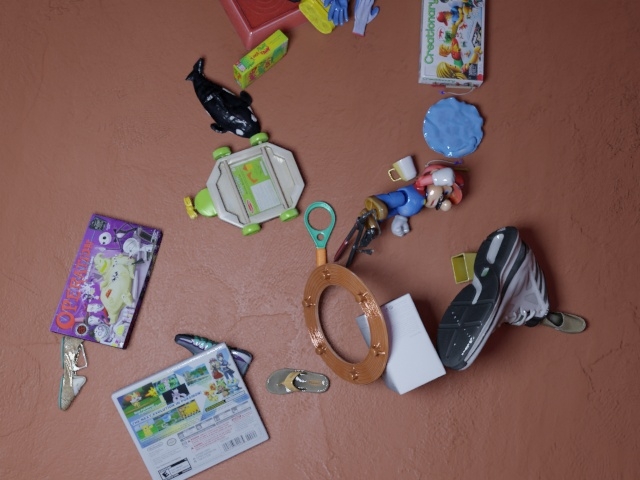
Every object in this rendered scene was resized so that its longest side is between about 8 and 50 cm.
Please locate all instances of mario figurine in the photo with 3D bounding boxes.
[{"bbox_3d":[0.285,-0.104,1.724,0.320,0.198,0.170,-24,102,-20],"label":"mario figurine"}]

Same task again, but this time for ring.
[{"bbox_3d":[0.052,0.225,1.610,0.032,0.336,0.337,-16,81,-35],"label":"ring"}]

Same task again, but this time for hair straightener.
[{"bbox_3d":[0.116,0.000,1.703,0.089,0.230,0.047,28,42,0],"label":"hair straightener"}]

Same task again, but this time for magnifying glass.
[{"bbox_3d":[0.000,0.000,1.784,0.092,0.026,0.231,-2,82,-3],"label":"magnifying glass"}]

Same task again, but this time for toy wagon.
[{"bbox_3d":[-0.227,-0.150,1.778,0.344,0.068,0.267,-21,82,-5],"label":"toy wagon"}]

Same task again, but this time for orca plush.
[{"bbox_3d":[-0.288,-0.425,1.801,0.151,0.102,0.287,-30,83,-7],"label":"orca plush"}]

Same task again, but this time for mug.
[{"bbox_3d":[0.252,-0.210,1.820,0.062,0.078,0.064,-28,92,-39],"label":"mug"}]

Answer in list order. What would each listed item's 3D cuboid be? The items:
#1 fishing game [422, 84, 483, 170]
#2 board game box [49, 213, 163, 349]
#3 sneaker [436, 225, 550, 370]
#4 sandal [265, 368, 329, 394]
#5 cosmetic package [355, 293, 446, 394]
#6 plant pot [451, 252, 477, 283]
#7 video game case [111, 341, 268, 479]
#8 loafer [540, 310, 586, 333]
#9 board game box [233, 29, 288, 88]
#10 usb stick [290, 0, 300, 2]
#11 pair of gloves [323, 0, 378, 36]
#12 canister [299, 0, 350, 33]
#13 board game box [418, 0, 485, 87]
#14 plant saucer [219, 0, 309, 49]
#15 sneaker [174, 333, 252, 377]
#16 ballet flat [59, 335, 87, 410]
[{"bbox_3d":[0.403,-0.342,1.851,0.189,0.041,0.264,1,89,-2],"label":"fishing game"},{"bbox_3d":[-0.595,0.113,1.708,0.208,0.056,0.347,12,73,3],"label":"board game box"},{"bbox_3d":[0.500,0.202,1.641,0.257,0.169,0.448,42,63,-18],"label":"sneaker"},{"bbox_3d":[-0.063,0.398,1.704,0.180,0.049,0.072,3,81,-2],"label":"sandal"},{"bbox_3d":[0.208,0.280,1.646,0.138,0.224,0.225,-25,82,-7],"label":"cosmetic package"},{"bbox_3d":[0.440,0.077,1.766,0.083,0.081,0.081,-6,81,-16],"label":"plant pot"},{"bbox_3d":[-0.348,0.476,1.648,0.328,0.036,0.300,-24,99,-6],"label":"video game case"},{"bbox_3d":[0.701,0.237,1.763,0.147,0.050,0.056,9,81,-1],"label":"loafer"},{"bbox_3d":[-0.179,-0.541,1.822,0.181,0.092,0.043,-43,85,-13],"label":"board game box"},{"bbox_3d":[-0.182,-0.792,1.842,0.277,0.045,0.077,21,65,5],"label":"usb stick"},{"bbox_3d":[0.098,-0.717,1.858,0.198,0.023,0.160,11,91,-35],"label":"pair of gloves"},{"bbox_3d":[0.028,-0.744,1.863,0.126,0.073,0.170,40,76,-32],"label":"canister"},{"bbox_3d":[0.408,-0.634,1.890,0.192,0.053,0.306,4,81,-1],"label":"board game box"},{"bbox_3d":[-0.174,-0.760,1.889,0.258,0.048,0.259,-28,84,-6],"label":"plant saucer"},{"bbox_3d":[-0.308,0.329,1.691,0.223,0.083,0.098,17,85,0],"label":"sneaker"},{"bbox_3d":[-0.679,0.362,1.675,0.067,0.073,0.206,0,83,-11],"label":"ballet flat"}]
